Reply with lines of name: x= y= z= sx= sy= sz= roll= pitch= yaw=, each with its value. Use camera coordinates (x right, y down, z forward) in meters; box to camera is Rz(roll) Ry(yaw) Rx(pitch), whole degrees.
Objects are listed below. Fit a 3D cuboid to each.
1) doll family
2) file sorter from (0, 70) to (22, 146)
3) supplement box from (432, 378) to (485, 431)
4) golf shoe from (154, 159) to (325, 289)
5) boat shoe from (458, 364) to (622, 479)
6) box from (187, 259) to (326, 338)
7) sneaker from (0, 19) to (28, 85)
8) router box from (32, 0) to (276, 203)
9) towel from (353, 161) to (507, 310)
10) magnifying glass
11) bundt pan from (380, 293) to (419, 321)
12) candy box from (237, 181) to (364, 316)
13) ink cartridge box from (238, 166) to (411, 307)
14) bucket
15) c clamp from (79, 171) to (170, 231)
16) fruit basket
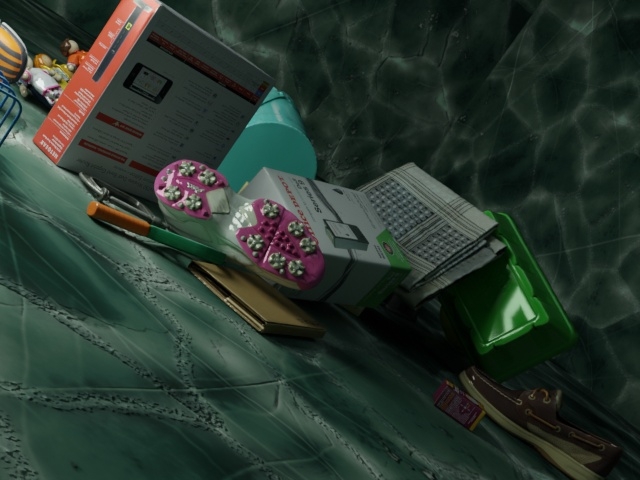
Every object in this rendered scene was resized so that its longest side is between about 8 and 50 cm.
doll family: x=-0.522 y=-0.304 z=1.809 sx=0.163 sy=0.118 sz=0.263 roll=41 pitch=25 yaw=-2
file sorter: x=-0.473 y=-0.188 z=1.219 sx=0.118 sy=0.104 sz=0.170 roll=29 pitch=10 yaw=-38
supplement box: x=0.242 y=0.288 z=1.634 sx=0.083 sy=0.043 sz=0.055 roll=35 pitch=9 yaw=0
golf shoe: x=-0.129 y=-0.009 z=1.498 sx=0.306 sy=0.115 sz=0.140 roll=34 pitch=-31 yaw=8
boat shoe: x=0.434 y=0.340 z=1.835 sx=0.342 sy=0.123 sz=0.123 roll=37 pitch=8 yaw=16
box: x=-0.095 y=0.093 z=1.442 sx=0.164 sy=0.021 sz=0.201 roll=37 pitch=9 yaw=26
sneaker: x=-0.626 y=-0.327 z=1.443 sx=0.321 sy=0.124 sz=0.180 roll=24 pitch=12 yaw=-2
router box: x=-0.270 y=-0.223 z=1.583 sx=0.082 sy=0.301 sz=0.335 roll=40 pitch=8 yaw=31
towel: x=0.199 y=-0.024 z=1.981 sx=0.312 sy=0.056 sz=0.324 roll=-28 pitch=58 yaw=-34
magnifying glass: x=-0.238 y=-0.009 z=1.378 sx=0.231 sy=0.026 sz=0.092 roll=22 pitch=-5 yaw=-39
bundt pan: x=0.139 y=0.055 z=2.325 sx=0.331 sy=0.124 sz=0.331 roll=34 pitch=8 yaw=-6
candy box: x=-0.039 y=0.016 z=1.916 sx=0.316 sy=0.087 sz=0.183 roll=34 pitch=9 yaw=-17
ink cartridge box: x=0.000 y=0.000 z=1.705 sx=0.289 sy=0.121 sz=0.211 roll=10 pitch=41 yaw=-48
bucket: x=-0.146 y=-0.193 z=2.082 sx=0.281 sy=0.281 sz=0.183 roll=31 pitch=17 yaw=-31
c clamp: x=-0.304 y=-0.058 z=1.467 sx=0.161 sy=0.022 sz=0.137 roll=31 pitch=9 yaw=-34
fruit basket: x=0.396 y=0.147 z=2.175 sx=0.392 sy=0.283 sz=0.392 roll=59 pitch=10 yaw=-17
